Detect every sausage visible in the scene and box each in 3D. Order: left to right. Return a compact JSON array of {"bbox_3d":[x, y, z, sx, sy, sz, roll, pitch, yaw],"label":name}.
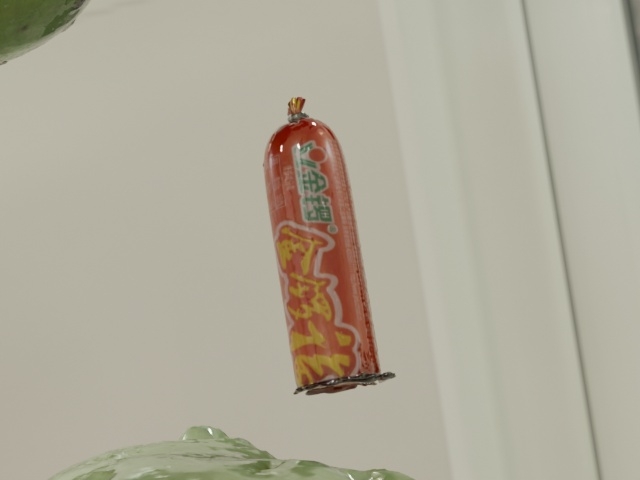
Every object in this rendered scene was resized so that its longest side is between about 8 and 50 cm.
[{"bbox_3d":[0.000,0.000,0.828,0.048,0.145,0.050,0,-16,-31],"label":"sausage"}]

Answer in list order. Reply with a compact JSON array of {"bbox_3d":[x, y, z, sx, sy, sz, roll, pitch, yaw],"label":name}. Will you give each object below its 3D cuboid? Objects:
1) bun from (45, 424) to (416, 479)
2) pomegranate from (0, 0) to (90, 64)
[{"bbox_3d":[-0.038,0.150,0.641,0.283,0.179,0.283,-1,-20,0],"label":"bun"},{"bbox_3d":[-0.165,-0.189,0.894,0.263,0.211,0.211,-1,-7,-29],"label":"pomegranate"}]
